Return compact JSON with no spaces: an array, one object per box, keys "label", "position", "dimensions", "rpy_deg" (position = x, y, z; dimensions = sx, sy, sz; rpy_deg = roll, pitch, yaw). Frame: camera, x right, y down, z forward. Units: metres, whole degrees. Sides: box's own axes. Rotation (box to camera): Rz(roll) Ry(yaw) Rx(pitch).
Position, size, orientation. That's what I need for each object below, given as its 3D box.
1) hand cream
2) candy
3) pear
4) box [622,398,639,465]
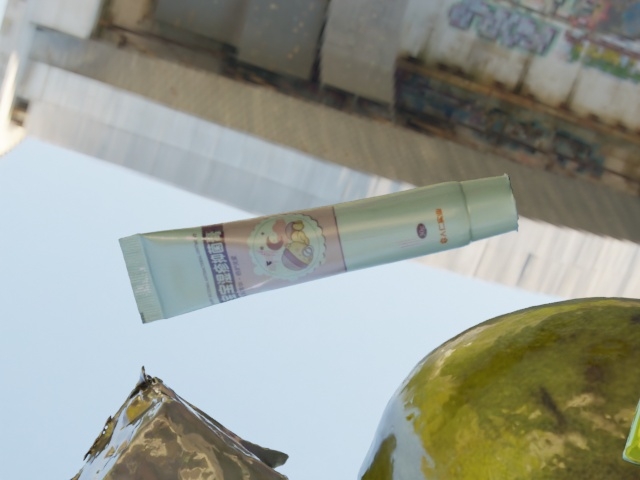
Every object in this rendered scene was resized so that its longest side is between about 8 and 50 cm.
[{"label":"hand cream","position":[0.000,0.000,0.998],"dimensions":[0.331,0.085,0.058],"rpy_deg":[-11,-151,4]},{"label":"candy","position":[-0.151,0.255,1.230],"dimensions":[0.195,0.185,0.137],"rpy_deg":[39,173,-15]},{"label":"pear","position":[0.226,0.229,1.053],"dimensions":[0.352,0.413,0.352],"rpy_deg":[33,-137,-36]},{"label":"box","position":[0.245,-0.036,0.540],"dimensions":[0.047,0.335,0.187],"rpy_deg":[11,168,45]}]
